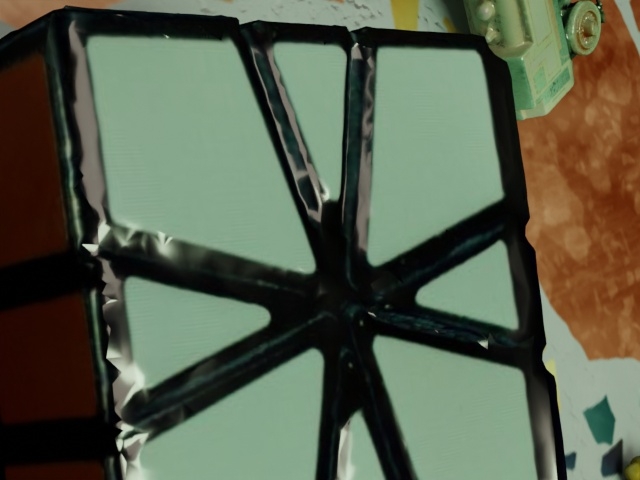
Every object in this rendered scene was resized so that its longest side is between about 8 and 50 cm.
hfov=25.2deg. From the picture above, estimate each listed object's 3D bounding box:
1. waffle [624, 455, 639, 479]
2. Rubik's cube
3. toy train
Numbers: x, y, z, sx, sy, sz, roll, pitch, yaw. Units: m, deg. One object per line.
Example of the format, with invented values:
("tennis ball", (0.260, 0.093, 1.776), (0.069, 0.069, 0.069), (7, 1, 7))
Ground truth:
("waffle", (0.311, 0.295, 1.194), (0.260, 0.069, 0.293), (54, 54, -17))
("Rubik's cube", (-0.074, 0.053, 0.744), (0.288, 0.283, 0.294), (-1, 86, -43))
("toy train", (0.154, -0.195, 1.111), (0.125, 0.080, 0.194), (-47, 131, -35))
